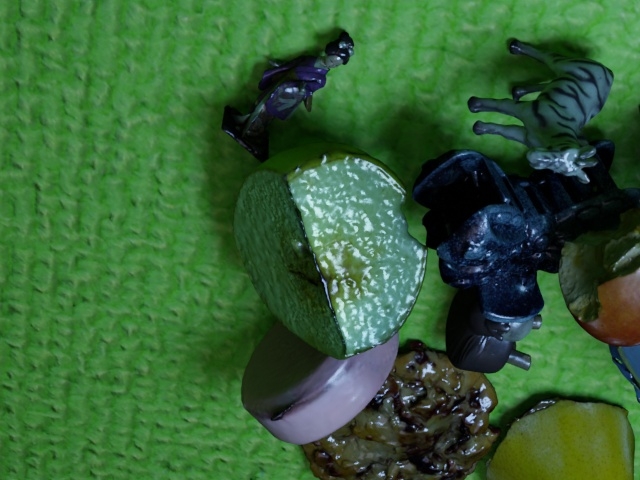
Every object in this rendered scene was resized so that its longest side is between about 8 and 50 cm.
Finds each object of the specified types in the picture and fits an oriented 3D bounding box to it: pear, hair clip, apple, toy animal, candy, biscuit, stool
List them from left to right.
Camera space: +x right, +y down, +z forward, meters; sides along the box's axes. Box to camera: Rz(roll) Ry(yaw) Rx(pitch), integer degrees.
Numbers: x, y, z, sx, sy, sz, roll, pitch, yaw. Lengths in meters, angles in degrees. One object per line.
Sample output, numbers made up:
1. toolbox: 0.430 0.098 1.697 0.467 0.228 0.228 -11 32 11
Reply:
1. candy: -0.005 0.177 1.735 0.255 0.255 0.094 -33 116 23
2. pear: 0.000 0.000 1.634 0.159 0.292 0.292 -28 129 -29
3. biscuit: 0.126 0.305 1.919 0.289 0.081 0.334 31 122 -15
4. stool: 0.249 0.121 1.736 0.121 0.125 0.217 10 162 -12
5. hair clip: 0.260 -0.021 1.597 0.310 0.194 0.206 -5 147 -25
6. toy animal: 0.266 -0.152 1.508 0.170 0.255 0.090 3 134 19
7. pear: 0.394 0.387 1.884 0.267 0.178 0.267 -7 129 -9
8. apple: 0.378 0.045 1.465 0.147 0.156 0.158 47 153 -17

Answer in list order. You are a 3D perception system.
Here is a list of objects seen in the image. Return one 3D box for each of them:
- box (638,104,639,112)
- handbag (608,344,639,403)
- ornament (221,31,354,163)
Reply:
1. box: 0.465 -0.073 1.556 0.064 0.220 0.141 -16 122 11
2. handbag: 0.502 0.098 1.658 0.222 0.241 0.263 -30 119 21
3. ornament: -0.037 -0.195 1.594 0.203 0.081 0.088 -38 114 25
